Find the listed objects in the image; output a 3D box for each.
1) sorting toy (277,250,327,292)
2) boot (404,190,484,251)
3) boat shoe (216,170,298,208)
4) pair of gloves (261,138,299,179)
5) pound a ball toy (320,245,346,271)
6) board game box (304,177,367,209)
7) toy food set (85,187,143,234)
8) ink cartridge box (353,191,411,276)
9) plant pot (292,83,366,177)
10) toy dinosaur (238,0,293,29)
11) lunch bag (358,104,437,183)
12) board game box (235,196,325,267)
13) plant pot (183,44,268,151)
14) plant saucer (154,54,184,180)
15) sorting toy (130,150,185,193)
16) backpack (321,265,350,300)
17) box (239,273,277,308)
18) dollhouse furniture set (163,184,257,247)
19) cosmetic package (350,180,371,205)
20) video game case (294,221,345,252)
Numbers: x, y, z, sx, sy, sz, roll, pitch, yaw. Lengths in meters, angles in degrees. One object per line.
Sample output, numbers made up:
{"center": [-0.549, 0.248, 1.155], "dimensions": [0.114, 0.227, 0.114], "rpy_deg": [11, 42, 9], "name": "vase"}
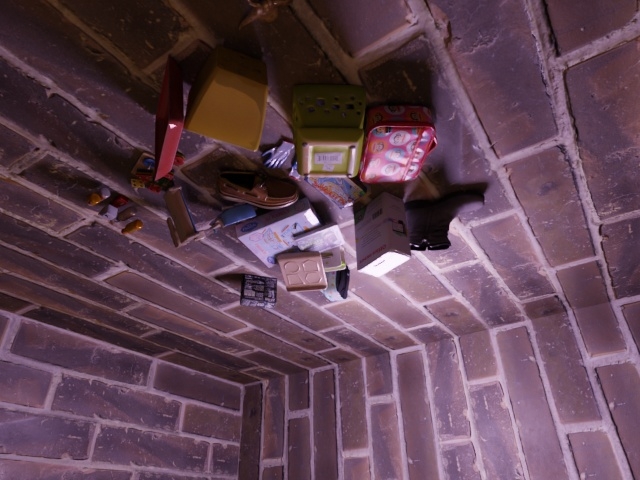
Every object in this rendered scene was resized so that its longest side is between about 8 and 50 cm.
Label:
{"center": [-0.077, 0.136, 2.006], "dimensions": [0.192, 0.038, 0.208], "rpy_deg": [-5, 124, 9], "name": "sorting toy"}
{"center": [0.501, -0.063, 1.808], "dimensions": [0.338, 0.223, 0.118], "rpy_deg": [-12, 145, 15], "name": "boot"}
{"center": [-0.231, -0.193, 1.674], "dimensions": [0.307, 0.111, 0.104], "rpy_deg": [3, 148, -7], "name": "boat shoe"}
{"center": [-0.109, -0.287, 1.616], "dimensions": [0.198, 0.023, 0.159], "rpy_deg": [18, 142, -29], "name": "pair of gloves"}
{"center": [-0.044, 0.088, 2.134], "dimensions": [0.319, 0.136, 0.208], "rpy_deg": [-8, 169, 13], "name": "pound a ball toy"}
{"center": [0.057, -0.212, 1.689], "dimensions": [0.201, 0.035, 0.136], "rpy_deg": [36, 133, -26], "name": "board game box"}
{"center": [-0.817, -0.117, 1.764], "dimensions": [0.104, 0.111, 0.232], "rpy_deg": [-22, 145, 27], "name": "toy food set"}
{"center": [0.242, -0.021, 1.811], "dimensions": [0.117, 0.278, 0.201], "rpy_deg": [20, 142, -29], "name": "ink cartridge box"}
{"center": [0.024, -0.324, 1.396], "dimensions": [0.228, 0.207, 0.227], "rpy_deg": [1, 148, -2], "name": "plant pot"}
{"center": [-0.153, -0.581, 1.127], "dimensions": [0.183, 0.053, 0.092], "rpy_deg": [-17, 146, 23], "name": "toy dinosaur"}
{"center": [0.260, -0.316, 1.512], "dimensions": [0.258, 0.120, 0.293], "rpy_deg": [-2, 149, -7], "name": "lunch bag"}
{"center": [-0.144, -0.023, 1.911], "dimensions": [0.317, 0.066, 0.319], "rpy_deg": [-21, 149, 8], "name": "board game box"}
{"center": [-0.246, -0.410, 1.266], "dimensions": [0.212, 0.212, 0.187], "rpy_deg": [15, 132, -23], "name": "plant pot"}
{"center": [-0.436, -0.344, 1.300], "dimensions": [0.047, 0.259, 0.258], "rpy_deg": [4, 148, -27], "name": "plant saucer"}
{"center": [-0.607, -0.242, 1.641], "dimensions": [0.132, 0.046, 0.274], "rpy_deg": [22, 141, -32], "name": "sorting toy"}
{"center": [0.068, 0.207, 2.241], "dimensions": [0.144, 0.188, 0.166], "rpy_deg": [-15, 146, 20], "name": "backpack"}
{"center": [-0.321, 0.266, 2.353], "dimensions": [0.180, 0.147, 0.077], "rpy_deg": [9, 145, -17], "name": "box"}
{"center": [-0.446, -0.128, 1.813], "dimensions": [0.303, 0.198, 0.286], "rpy_deg": [-21, -179, -29], "name": "dollhouse furniture set"}
{"center": [0.137, -0.185, 1.768], "dimensions": [0.060, 0.041, 0.115], "rpy_deg": [28, 137, -36], "name": "cosmetic package"}
{"center": [0.000, 0.000, 1.930], "dimensions": [0.190, 0.022, 0.173], "rpy_deg": [-20, 149, 5], "name": "video game case"}
